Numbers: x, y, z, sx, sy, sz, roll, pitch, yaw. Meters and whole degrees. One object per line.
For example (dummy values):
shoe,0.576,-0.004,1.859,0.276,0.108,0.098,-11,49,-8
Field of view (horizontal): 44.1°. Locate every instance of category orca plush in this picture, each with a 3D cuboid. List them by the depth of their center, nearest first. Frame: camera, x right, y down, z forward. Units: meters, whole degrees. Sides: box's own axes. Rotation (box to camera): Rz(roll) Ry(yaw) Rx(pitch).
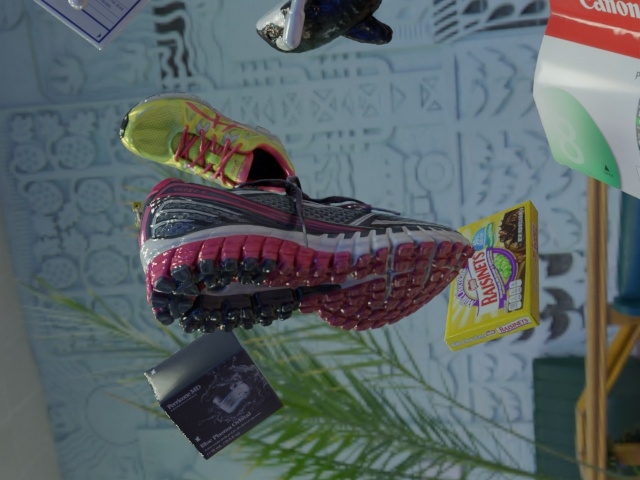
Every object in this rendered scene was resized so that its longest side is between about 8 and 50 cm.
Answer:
orca plush,0.058,-0.271,0.867,0.102,0.287,0.151,51,-155,-18

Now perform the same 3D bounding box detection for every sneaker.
sneaker,0.000,0.000,0.659,0.121,0.299,0.112,-57,40,40
sneaker,-0.111,-0.098,0.852,0.094,0.208,0.081,49,122,49

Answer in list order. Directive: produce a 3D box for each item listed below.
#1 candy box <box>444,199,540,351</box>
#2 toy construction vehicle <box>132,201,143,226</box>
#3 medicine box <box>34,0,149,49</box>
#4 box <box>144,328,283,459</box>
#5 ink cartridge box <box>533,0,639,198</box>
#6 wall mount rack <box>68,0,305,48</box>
candy box,0.203,0.037,0.924,0.027,0.105,0.206,50,-147,-24
toy construction vehicle,-0.247,-0.035,1.233,0.098,0.085,0.035,99,172,-66
medicine box,-0.294,-0.444,0.994,0.263,0.289,0.149,36,-160,-40
box,-0.169,0.241,1.272,0.093,0.156,0.158,46,167,53
ink cartridge box,0.249,-0.143,0.690,0.225,0.056,0.181,58,174,-31
wall mount rack,-0.100,-0.356,0.718,0.130,0.350,0.304,149,125,-69
